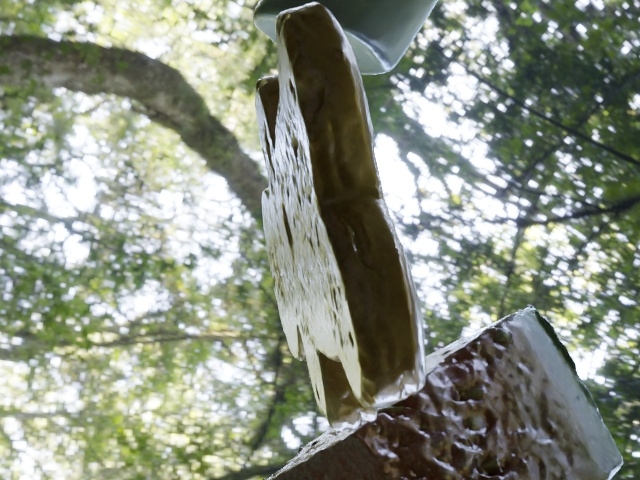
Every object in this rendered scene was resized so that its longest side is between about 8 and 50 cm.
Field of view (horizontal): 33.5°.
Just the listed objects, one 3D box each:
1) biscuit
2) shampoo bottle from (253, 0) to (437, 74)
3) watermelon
[{"bbox_3d":[0.000,0.000,0.432,0.030,0.234,0.153,-9,-102,-7],"label":"biscuit"},{"bbox_3d":[0.085,-0.287,0.736,0.134,0.078,0.359,18,-103,44],"label":"shampoo bottle"},{"bbox_3d":[0.072,0.160,0.660,0.139,0.256,0.193,-33,-108,35],"label":"watermelon"}]
